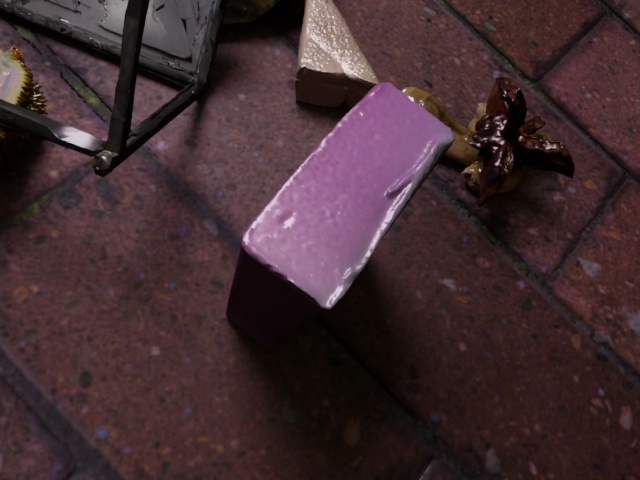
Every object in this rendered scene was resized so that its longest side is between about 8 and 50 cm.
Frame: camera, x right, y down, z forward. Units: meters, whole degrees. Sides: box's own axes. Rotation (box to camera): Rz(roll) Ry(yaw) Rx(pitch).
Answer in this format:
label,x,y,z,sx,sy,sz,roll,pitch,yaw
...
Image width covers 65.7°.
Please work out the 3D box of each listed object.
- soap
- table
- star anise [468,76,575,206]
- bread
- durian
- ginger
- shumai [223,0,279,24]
label,x,y,z,sx,sy,sz,roll,pitch,yaw
soap,-0.002,-0.001,0.454,0.081,0.259,0.181,37,69,2
table,-0.274,-0.261,0.438,0.335,0.222,0.272,20,31,-5
star anise,0.233,-0.130,0.564,0.140,0.144,0.158,-26,84,-17
bread,0.024,-0.249,0.640,0.105,0.077,0.152,8,73,-6
durian,-0.363,-0.143,0.513,0.146,0.102,0.208,9,47,-10
ginger,0.204,-0.147,0.662,0.214,0.059,0.133,37,76,2
shumai,-0.128,-0.412,0.632,0.256,0.189,0.218,-8,53,-8
